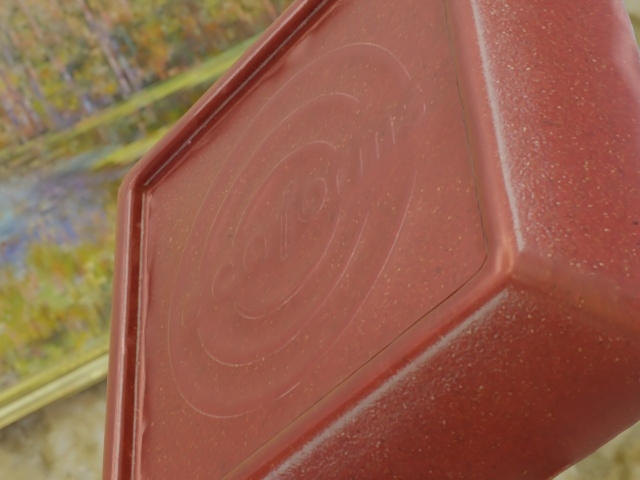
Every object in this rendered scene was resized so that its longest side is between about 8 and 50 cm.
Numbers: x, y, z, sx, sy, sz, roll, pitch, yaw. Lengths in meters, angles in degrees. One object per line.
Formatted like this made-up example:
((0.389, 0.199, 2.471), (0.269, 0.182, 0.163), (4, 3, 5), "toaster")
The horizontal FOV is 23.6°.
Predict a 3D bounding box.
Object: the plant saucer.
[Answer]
((0.000, 0.000, 0.533), (0.258, 0.048, 0.259), (-41, 34, 32), "plant saucer")
